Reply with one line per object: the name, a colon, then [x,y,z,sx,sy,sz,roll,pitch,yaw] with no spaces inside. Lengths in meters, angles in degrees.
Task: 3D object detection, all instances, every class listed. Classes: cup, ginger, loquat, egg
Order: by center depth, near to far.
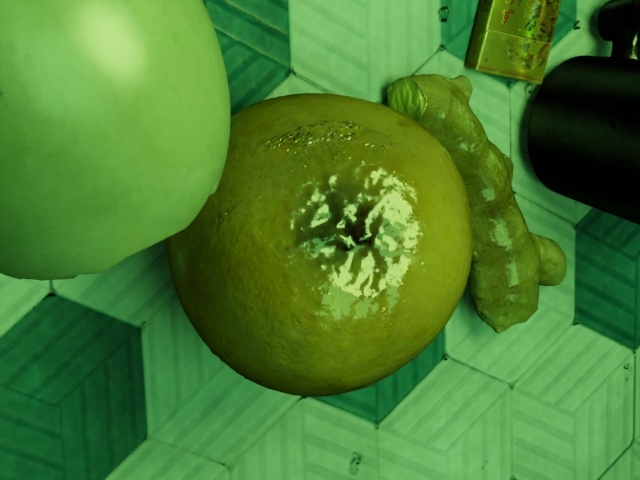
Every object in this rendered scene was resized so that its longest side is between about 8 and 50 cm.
egg: [-0.223,-0.138,1.452,0.278,0.278,0.336,-41,121,-19]
loquat: [0.000,0.000,1.663,0.263,0.263,0.263,-10,108,-32]
ginger: [0.148,-0.041,1.867,0.118,0.065,0.299,-50,127,-29]
cup: [0.328,-0.126,1.893,0.166,0.177,0.239,43,73,-40]

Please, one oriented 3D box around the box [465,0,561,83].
box: [0.192,-0.231,1.871,0.089,0.022,0.156,10,97,-35]
